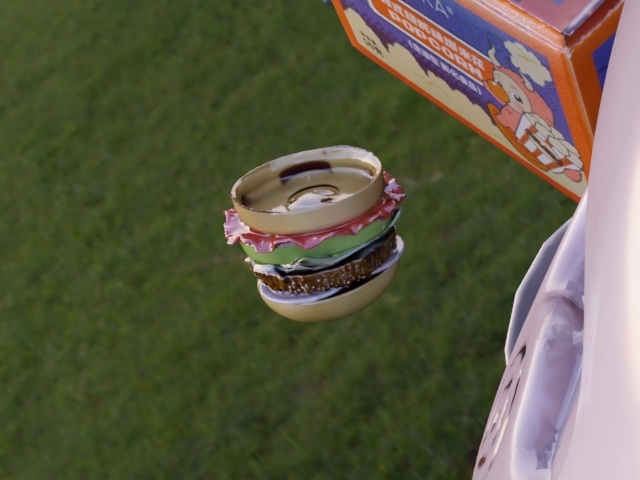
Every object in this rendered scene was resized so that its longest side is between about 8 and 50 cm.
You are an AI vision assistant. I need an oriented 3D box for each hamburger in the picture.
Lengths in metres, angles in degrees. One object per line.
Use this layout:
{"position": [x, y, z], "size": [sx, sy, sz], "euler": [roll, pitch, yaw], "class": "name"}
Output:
{"position": [0.003, 0.000, 1.515], "size": [0.175, 0.137, 0.175], "euler": [-13, 25, 6], "class": "hamburger"}

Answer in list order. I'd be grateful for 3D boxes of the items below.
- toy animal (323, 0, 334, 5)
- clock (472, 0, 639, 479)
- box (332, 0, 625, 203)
{"position": [0.104, -0.247, 1.580], "size": [0.253, 0.070, 0.079], "euler": [11, 13, 23], "class": "toy animal"}
{"position": [0.147, 0.033, 0.504], "size": [0.184, 0.326, 0.342], "euler": [23, 37, 7], "class": "clock"}
{"position": [0.207, -0.262, 1.336], "size": [0.318, 0.257, 0.348], "euler": [-42, 54, -10], "class": "box"}
